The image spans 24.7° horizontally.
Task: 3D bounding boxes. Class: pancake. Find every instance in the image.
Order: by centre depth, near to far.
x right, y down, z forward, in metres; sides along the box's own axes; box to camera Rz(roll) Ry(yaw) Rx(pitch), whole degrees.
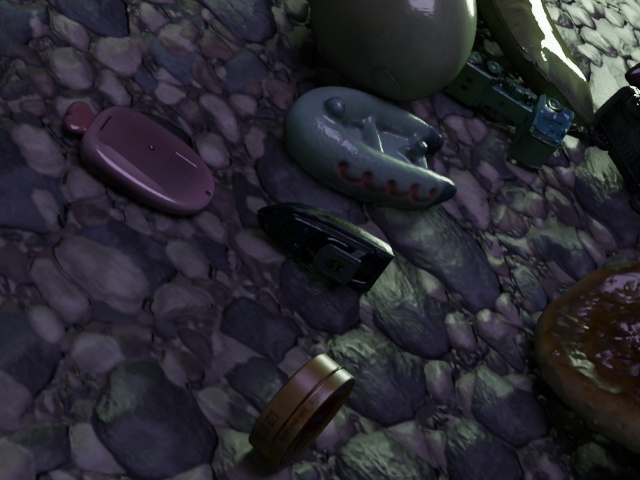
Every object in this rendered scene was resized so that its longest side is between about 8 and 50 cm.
[{"bbox_3d":[0.403,0.124,1.507,0.356,0.065,0.356,4,38,-3],"label":"pancake"}]

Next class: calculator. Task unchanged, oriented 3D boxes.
[{"bbox_3d":[-0.176,-0.083,1.421,0.166,0.024,0.103,33,40,-7],"label":"calculator"}]

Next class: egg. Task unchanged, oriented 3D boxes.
[{"bbox_3d":[0.082,-0.266,1.659,0.186,0.186,0.253,15,44,-25],"label":"egg"}]

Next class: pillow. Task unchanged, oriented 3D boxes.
[{"bbox_3d":[0.254,-0.286,1.870,0.185,0.075,0.302,33,29,-48],"label":"pillow"}]

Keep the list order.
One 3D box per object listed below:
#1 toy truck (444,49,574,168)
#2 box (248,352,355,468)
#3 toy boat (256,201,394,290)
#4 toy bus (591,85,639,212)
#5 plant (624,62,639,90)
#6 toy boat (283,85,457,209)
[{"bbox_3d":[0.213,-0.159,1.747,0.175,0.067,0.081,32,45,-5],"label":"toy truck"},{"bbox_3d":[-0.016,0.146,1.255,0.037,0.105,0.105,40,39,14],"label":"box"},{"bbox_3d":[0.000,0.000,1.446,0.141,0.055,0.060,27,34,-13],"label":"toy boat"},{"bbox_3d":[0.422,-0.106,1.837,0.098,0.087,0.178,-4,58,-41],"label":"toy bus"},{"bbox_3d":[0.514,-0.205,1.815,0.321,0.194,0.181,-1,44,-51],"label":"plant"},{"bbox_3d":[0.059,-0.109,1.580,0.208,0.079,0.134,16,47,-26],"label":"toy boat"}]
